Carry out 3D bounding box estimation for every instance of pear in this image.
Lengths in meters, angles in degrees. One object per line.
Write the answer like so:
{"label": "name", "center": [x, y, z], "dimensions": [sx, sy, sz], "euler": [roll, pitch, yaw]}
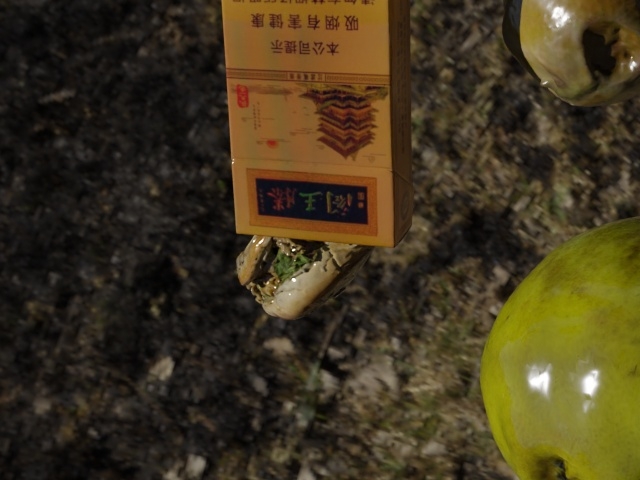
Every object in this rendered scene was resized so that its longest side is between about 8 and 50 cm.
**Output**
{"label": "pear", "center": [0.312, 0.111, 1.220], "dimensions": [0.287, 0.287, 0.375], "euler": [7, 55, 41]}

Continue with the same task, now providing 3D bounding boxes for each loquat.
{"label": "loquat", "center": [0.266, -0.229, 1.262], "dimensions": [0.179, 0.179, 0.227], "euler": [-41, 26, 19]}

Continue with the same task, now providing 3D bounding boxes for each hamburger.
{"label": "hamburger", "center": [0.000, 0.000, 1.806], "dimensions": [0.243, 0.146, 0.286], "euler": [-46, -3, -34]}

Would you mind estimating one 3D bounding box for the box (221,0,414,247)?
{"label": "box", "center": [0.000, -0.137, 1.257], "dimensions": [0.174, 0.076, 0.274], "euler": [6, 112, 20]}
